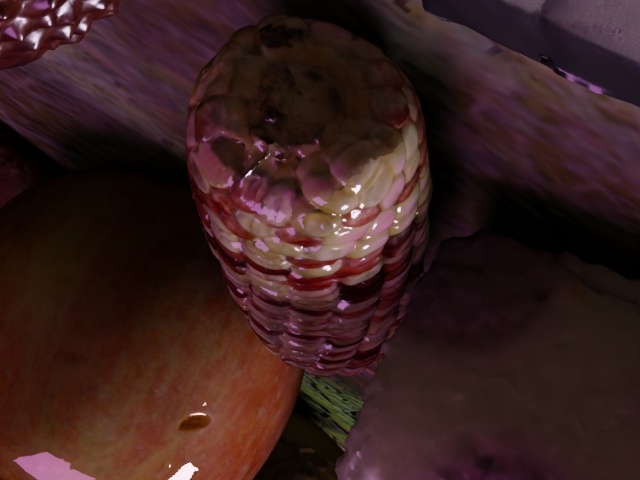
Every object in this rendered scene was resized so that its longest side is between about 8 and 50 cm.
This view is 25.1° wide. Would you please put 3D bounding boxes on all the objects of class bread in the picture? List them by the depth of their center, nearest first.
[{"bbox_3d":[0.178,0.127,0.544,0.338,0.155,0.187,21,165,18],"label":"bread"}]

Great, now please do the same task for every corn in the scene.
[{"bbox_3d":[0.000,0.000,0.564,0.086,0.086,0.253,24,162,11],"label":"corn"}]

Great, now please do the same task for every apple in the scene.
[{"bbox_3d":[-0.103,0.061,0.733,0.188,0.174,0.188,24,159,10],"label":"apple"}]

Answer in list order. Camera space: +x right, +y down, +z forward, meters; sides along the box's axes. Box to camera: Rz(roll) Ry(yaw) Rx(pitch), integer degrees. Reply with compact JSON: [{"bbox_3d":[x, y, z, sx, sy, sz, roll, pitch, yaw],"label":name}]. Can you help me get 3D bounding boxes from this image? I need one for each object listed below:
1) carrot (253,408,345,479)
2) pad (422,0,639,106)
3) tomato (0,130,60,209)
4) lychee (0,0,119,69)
[{"bbox_3d":[-0.127,0.192,1.052,0.340,0.224,0.224,22,162,28],"label":"carrot"},{"bbox_3d":[0.128,-0.056,0.333,0.233,0.022,0.174,24,162,12],"label":"pad"},{"bbox_3d":[-0.237,-0.030,0.823,0.166,0.082,0.174,38,157,-31],"label":"tomato"},{"bbox_3d":[-0.094,-0.104,0.372,0.123,0.129,0.123,-23,-90,-90],"label":"lychee"}]
